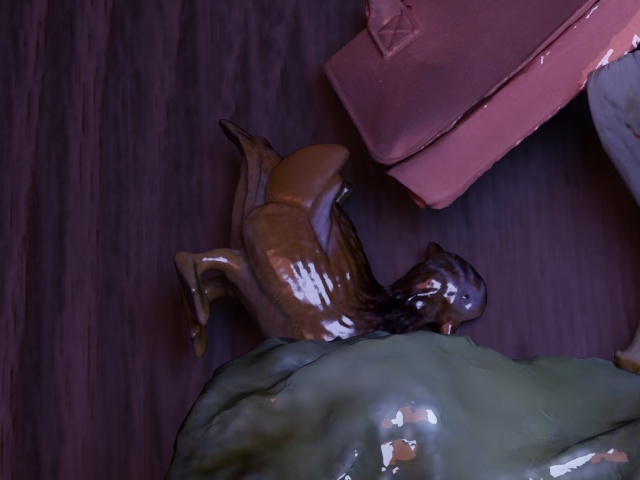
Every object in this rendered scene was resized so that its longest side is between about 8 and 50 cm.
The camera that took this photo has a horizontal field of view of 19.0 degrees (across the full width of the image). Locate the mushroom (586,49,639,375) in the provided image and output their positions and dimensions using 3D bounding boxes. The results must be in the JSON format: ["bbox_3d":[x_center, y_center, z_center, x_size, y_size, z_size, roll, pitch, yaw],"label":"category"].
[{"bbox_3d":[0.202,-0.003,1.048,0.092,0.081,0.223,-8,100,-12],"label":"mushroom"}]

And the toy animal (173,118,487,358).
[{"bbox_3d":[0.000,0.000,1.146,0.179,0.089,0.188,-12,68,-6],"label":"toy animal"}]

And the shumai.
[{"bbox_3d":[0.115,0.207,0.891,0.348,0.395,0.395,-7,70,7],"label":"shumai"}]

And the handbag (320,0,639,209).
[{"bbox_3d":[0.105,-0.130,1.122,0.212,0.059,0.157,-40,35,11],"label":"handbag"}]
